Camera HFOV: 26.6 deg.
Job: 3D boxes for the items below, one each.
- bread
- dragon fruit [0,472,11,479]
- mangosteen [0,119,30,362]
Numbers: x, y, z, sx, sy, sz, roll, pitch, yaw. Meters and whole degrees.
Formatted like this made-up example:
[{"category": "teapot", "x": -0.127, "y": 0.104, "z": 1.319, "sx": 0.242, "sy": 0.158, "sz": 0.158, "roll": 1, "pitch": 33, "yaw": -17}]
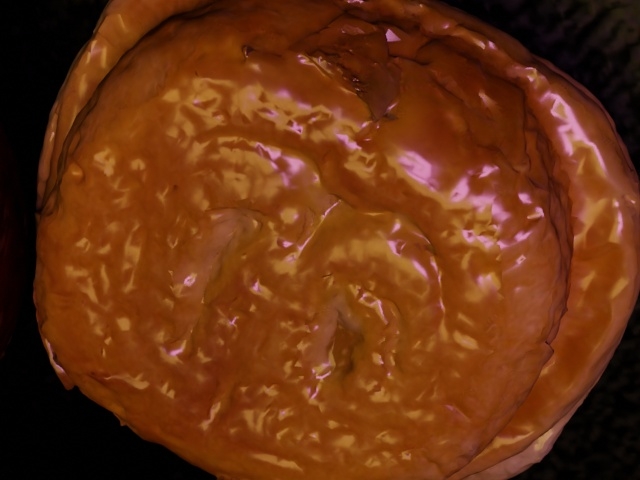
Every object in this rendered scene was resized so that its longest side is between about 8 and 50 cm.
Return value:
[{"category": "bread", "x": 0.001, "y": -0.002, "z": 0.512, "sx": 0.236, "sy": 0.120, "sz": 0.198, "roll": 23, "pitch": 116, "yaw": 3}, {"category": "dragon fruit", "x": -0.194, "y": 0.250, "z": 0.593, "sx": 0.277, "sy": 0.277, "sz": 0.342, "roll": 32, "pitch": 124, "yaw": -1}, {"category": "mangosteen", "x": -0.234, "y": -0.021, "z": 0.527, "sx": 0.257, "sy": 0.215, "sz": 0.215, "roll": 53, "pitch": 122, "yaw": 27}]
